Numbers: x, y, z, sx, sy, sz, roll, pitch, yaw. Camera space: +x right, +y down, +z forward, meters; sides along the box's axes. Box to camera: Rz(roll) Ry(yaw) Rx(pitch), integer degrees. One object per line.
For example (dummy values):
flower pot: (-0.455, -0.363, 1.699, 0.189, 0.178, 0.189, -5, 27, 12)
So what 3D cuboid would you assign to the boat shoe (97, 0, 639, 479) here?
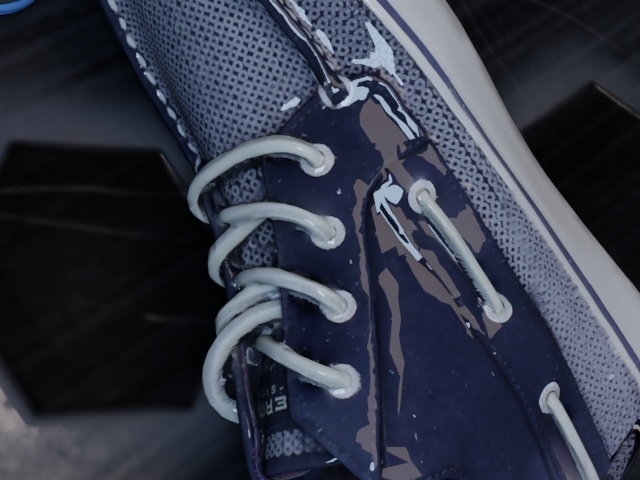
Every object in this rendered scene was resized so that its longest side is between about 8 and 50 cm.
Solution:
boat shoe: (0.000, 0.000, 0.512, 0.340, 0.127, 0.158, 47, 51, -11)

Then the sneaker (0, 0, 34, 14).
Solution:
sneaker: (-0.180, -0.151, 0.498, 0.188, 0.078, 0.067, 24, 60, -21)
